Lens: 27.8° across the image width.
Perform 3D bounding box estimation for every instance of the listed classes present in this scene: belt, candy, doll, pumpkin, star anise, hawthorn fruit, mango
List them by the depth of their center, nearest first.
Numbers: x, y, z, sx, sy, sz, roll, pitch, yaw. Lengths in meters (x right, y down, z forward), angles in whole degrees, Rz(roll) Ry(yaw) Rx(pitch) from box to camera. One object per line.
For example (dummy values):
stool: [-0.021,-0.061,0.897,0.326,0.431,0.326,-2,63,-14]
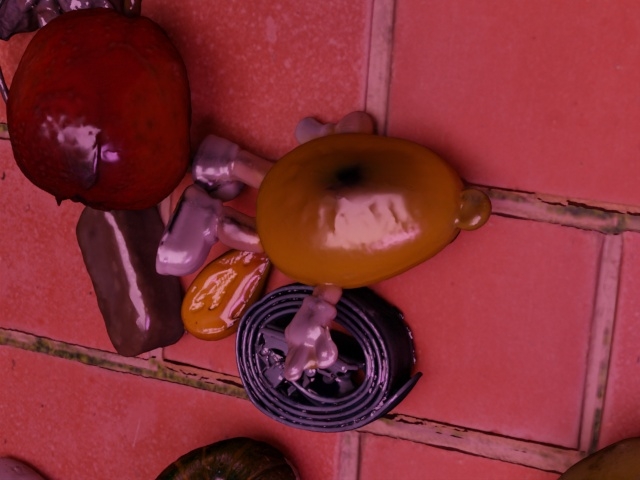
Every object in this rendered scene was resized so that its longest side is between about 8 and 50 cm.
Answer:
doll: [-0.022,-0.024,1.707,0.423,0.161,0.348,37,88,31]
hawthorn fruit: [-0.293,-0.192,1.761,0.265,0.265,0.307,6,86,25]
belt: [0.012,0.160,1.768,0.267,0.116,0.206,8,97,27]
pumpkin: [-0.136,0.414,1.843,0.260,0.189,0.260,-3,66,6]
mango: [-0.134,0.074,1.854,0.101,0.066,0.187,47,110,21]
star anise: [-0.372,-0.354,1.856,0.316,0.139,0.359,-4,106,26]
candy: [-0.275,0.050,1.897,0.102,0.104,0.234,-19,90,32]

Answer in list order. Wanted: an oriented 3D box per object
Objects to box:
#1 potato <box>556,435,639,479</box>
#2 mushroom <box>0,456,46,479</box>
potato: [0.373,0.363,1.580,0.216,0.216,0.304,51,125,10]
mushroom: [-0.456,0.426,2.056,0.225,0.093,0.116,17,85,28]
